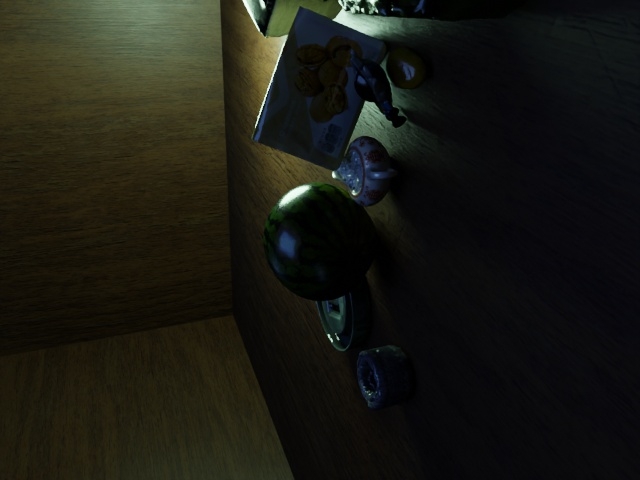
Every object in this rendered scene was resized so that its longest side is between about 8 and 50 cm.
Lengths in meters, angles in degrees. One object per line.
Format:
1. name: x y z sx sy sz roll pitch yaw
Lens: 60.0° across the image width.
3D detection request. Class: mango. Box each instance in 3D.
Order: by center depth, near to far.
1. mango: 0.171 -0.340 1.095 0.114 0.057 0.079 43 135 50

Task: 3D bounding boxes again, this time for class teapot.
1. teapot: 0.110 -0.157 1.263 0.245 0.116 0.159 -168 85 -73

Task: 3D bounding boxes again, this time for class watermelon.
1. watermelon: 0.000 0.000 1.378 0.285 0.285 0.285 172 90 -71

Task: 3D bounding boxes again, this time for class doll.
1. doll: 0.110 -0.311 1.131 0.195 0.070 0.096 45 -174 -40

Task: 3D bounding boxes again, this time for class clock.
1. clock: 0.058 0.166 1.618 0.312 0.061 0.313 172 90 -71

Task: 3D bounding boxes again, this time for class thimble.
1. thimble: 0.156 0.332 1.349 0.150 0.097 0.150 173 90 -72

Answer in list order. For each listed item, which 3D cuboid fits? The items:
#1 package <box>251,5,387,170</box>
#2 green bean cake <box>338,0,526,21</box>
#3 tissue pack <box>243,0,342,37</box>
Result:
1. package: -0.004 -0.350 1.303 0.165 0.221 0.311 -86 16 -73
2. green bean cake: 0.160 -0.498 0.813 0.335 0.217 0.319 -135 41 -57
3. tissue pack: -0.102 -0.736 1.286 0.417 0.253 0.264 65 158 4
